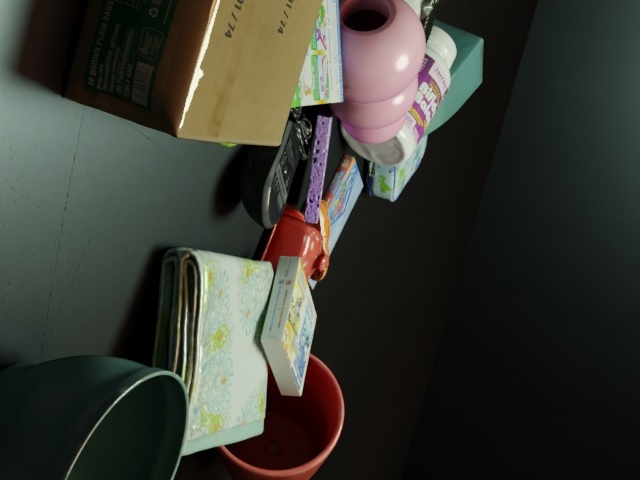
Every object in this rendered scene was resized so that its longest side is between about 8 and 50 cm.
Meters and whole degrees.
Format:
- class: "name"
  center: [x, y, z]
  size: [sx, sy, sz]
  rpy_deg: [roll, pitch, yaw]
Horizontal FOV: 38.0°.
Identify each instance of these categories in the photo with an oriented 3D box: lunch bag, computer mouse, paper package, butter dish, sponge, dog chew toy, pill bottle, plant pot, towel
- class: "lunch bag"
  center: [0.189, -0.210, 2.280]
  size: [0.219, 0.090, 0.176]
  rpy_deg: [-53, 154, -41]
- class: "computer mouse"
  center: [-0.086, -0.137, 1.629]
  size: [0.188, 0.072, 0.272]
  rpy_deg: [82, 21, -51]
- class: "paper package"
  center: [-0.134, -0.296, 1.160]
  size: [0.309, 0.168, 0.324]
  rpy_deg: [-8, 117, -68]
- class: "butter dish"
  center: [-0.040, 0.026, 1.834]
  size: [0.160, 0.118, 0.160]
  rpy_deg: [-68, 161, -4]
- class: "sponge"
  center: [-0.004, -0.146, 1.804]
  size: [0.117, 0.031, 0.210]
  rpy_deg: [-85, -177, -73]
- class: "dog chew toy"
  center: [0.093, -0.304, 1.728]
  size: [0.206, 0.207, 0.332]
  rpy_deg: [-61, 160, -25]
- class: "pill bottle"
  center: [0.179, -0.322, 2.008]
  size: [0.301, 0.169, 0.169]
  rpy_deg: [-60, 159, -25]
- class: "plant pot"
  center: [-0.095, 0.382, 1.862]
  size: [0.275, 0.275, 0.243]
  rpy_deg: [-58, 166, -33]
- class: "plant pot"
  center: [0.255, -0.372, 2.198]
  size: [0.234, 0.166, 0.165]
  rpy_deg: [-54, 157, -20]
- class: "plant pot"
  center: [-0.324, 0.264, 1.151]
  size: [0.293, 0.196, 0.293]
  rpy_deg: [-56, 157, -38]
- class: "towel"
  center: [-0.170, 0.181, 1.567]
  size: [0.374, 0.090, 0.320]
  rpy_deg: [18, 79, -72]

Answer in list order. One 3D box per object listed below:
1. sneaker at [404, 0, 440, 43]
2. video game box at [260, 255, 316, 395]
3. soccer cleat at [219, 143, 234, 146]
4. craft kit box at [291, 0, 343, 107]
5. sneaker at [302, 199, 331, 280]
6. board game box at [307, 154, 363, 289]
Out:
- class: "sneaker"
  center: [0.155, -0.458, 1.850]
  size: [0.122, 0.146, 0.330]
  rpy_deg: [-36, 145, -74]
- class: "video game box"
  center: [-0.056, 0.163, 1.746]
  size: [0.205, 0.048, 0.187]
  rpy_deg: [76, 18, -52]
- class: "soccer cleat"
  center: [-0.127, -0.230, 1.424]
  size: [0.072, 0.060, 0.178]
  rpy_deg: [4, 106, -58]
- class: "craft kit box"
  center: [-0.033, -0.334, 1.463]
  size: [0.247, 0.061, 0.249]
  rpy_deg: [-27, 116, -69]
- class: "sneaker"
  center: [0.000, 0.000, 1.958]
  size: [0.067, 0.064, 0.175]
  rpy_deg: [-18, 114, -59]
- class: "board game box"
  center: [0.018, -0.039, 2.074]
  size: [0.281, 0.027, 0.145]
  rpy_deg: [-64, 161, -17]
